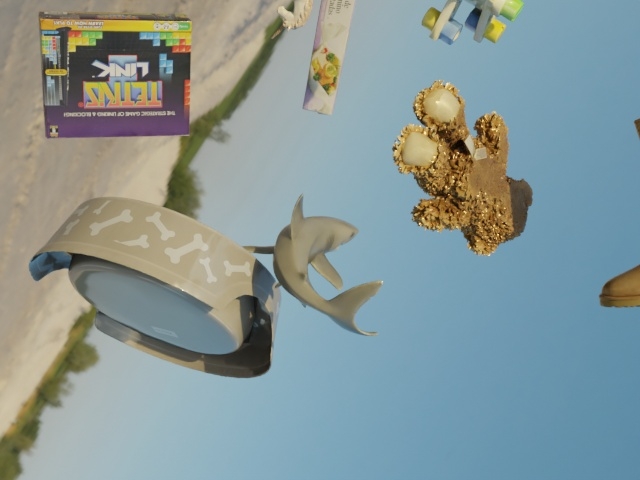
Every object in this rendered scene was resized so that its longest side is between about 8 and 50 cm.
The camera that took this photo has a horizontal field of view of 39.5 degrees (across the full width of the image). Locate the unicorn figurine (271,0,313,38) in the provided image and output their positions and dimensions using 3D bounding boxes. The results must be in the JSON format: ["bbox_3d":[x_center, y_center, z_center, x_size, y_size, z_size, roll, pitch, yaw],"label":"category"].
[{"bbox_3d":[-0.026,-0.396,1.362,0.161,0.111,0.060,-35,-153,-9],"label":"unicorn figurine"}]

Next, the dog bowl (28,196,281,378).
[{"bbox_3d":[-0.210,0.066,1.206,0.349,0.348,0.102,-37,-153,62],"label":"dog bowl"}]

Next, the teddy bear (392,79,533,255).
[{"bbox_3d":[0.229,-0.116,1.495,0.113,0.338,0.245,1,-103,43],"label":"teddy bear"}]

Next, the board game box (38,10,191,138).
[{"bbox_3d":[-0.239,-0.194,1.045,0.048,0.170,0.141,-127,-144,-60],"label":"board game box"}]

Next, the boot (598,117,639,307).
[{"bbox_3d":[0.500,-0.049,1.297,0.236,0.270,0.089,-13,177,23],"label":"boot"}]

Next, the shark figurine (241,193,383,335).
[{"bbox_3d":[-0.015,0.008,1.077,0.278,0.166,0.116,-101,-161,-65],"label":"shark figurine"}]

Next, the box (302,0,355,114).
[{"bbox_3d":[0.023,-0.393,1.692,0.067,0.063,0.324,-79,-179,-53],"label":"box"}]

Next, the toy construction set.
[{"bbox_3d":[0.256,-0.395,1.118,0.215,0.151,0.327,-50,-177,-26],"label":"toy construction set"}]
